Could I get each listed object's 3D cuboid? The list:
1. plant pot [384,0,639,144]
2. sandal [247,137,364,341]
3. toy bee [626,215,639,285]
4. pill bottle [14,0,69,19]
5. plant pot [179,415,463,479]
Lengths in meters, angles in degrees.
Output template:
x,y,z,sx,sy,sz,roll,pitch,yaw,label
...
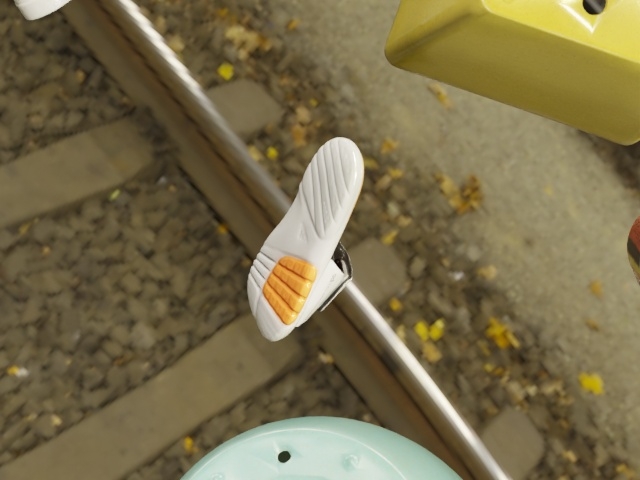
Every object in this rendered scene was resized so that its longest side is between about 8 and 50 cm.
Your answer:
x,y,z,sx,sy,sz,roll,pitch,yaw,label
0.182,-0.197,0.900,0.212,0.212,0.187,18,4,-3,plant pot
0.004,0.007,1.348,0.076,0.265,0.102,2,46,-33,sandal
0.422,0.066,1.155,0.298,0.162,0.195,9,17,19,toy bee
-0.394,-0.388,1.630,0.208,0.117,0.118,59,28,-28,pill bottle
0.002,0.254,0.889,0.235,0.293,0.293,69,4,-57,plant pot
